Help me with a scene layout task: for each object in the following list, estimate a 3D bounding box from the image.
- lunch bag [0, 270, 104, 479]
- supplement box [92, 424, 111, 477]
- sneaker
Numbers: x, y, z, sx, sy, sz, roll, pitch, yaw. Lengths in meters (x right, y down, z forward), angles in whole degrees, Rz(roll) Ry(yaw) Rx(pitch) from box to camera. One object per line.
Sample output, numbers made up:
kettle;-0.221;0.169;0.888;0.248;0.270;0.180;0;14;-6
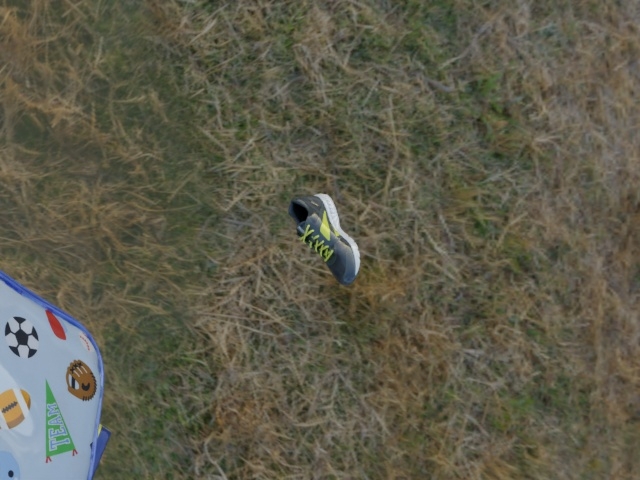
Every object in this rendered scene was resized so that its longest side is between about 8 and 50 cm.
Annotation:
lunch bag;-0.284;0.163;0.537;0.243;0.115;0.303;53;24;-47
supplement box;-0.526;0.297;1.057;0.356;0.195;0.194;51;43;-40
sneaker;0.000;0.000;0.530;0.035;0.031;0.083;1;48;-35
